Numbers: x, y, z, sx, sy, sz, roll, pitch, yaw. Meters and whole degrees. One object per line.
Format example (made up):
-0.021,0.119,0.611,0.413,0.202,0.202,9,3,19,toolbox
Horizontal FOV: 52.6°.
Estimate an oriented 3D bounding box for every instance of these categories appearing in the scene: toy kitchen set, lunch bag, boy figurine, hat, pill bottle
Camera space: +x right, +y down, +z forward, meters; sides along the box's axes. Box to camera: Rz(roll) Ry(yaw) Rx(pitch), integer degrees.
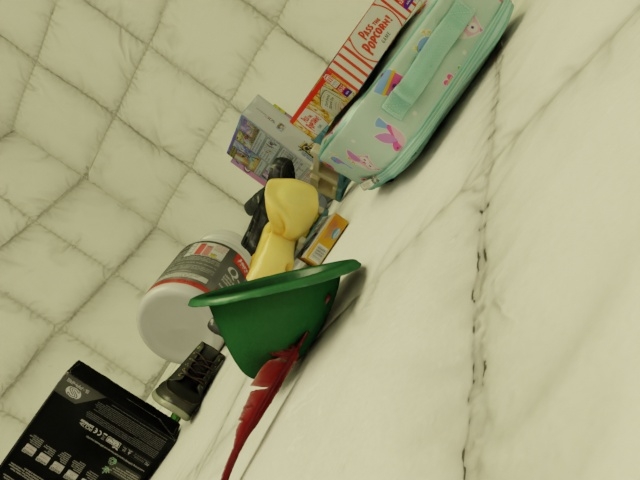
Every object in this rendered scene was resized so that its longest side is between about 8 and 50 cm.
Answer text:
0.015,-0.085,1.093,0.166,0.122,0.207,-58,-12,-24,toy kitchen set
0.113,-0.192,0.817,0.279,0.108,0.224,-56,9,-9,lunch bag
-0.089,0.034,1.021,0.177,0.092,0.285,-69,4,-63,boy figurine
-0.039,0.130,0.665,0.209,0.183,0.173,-14,1,-19,hat
-0.284,0.120,1.583,0.210,0.210,0.363,-52,8,26,pill bottle

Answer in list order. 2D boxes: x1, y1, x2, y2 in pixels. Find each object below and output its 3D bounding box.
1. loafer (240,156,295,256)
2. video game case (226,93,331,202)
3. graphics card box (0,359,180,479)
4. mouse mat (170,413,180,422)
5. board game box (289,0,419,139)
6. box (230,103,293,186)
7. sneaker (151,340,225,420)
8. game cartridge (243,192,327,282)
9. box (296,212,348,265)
-0.100,-0.056,1.162,0.076,0.078,0.223,-51,-17,-49,loafer
-0.070,-0.170,1.367,0.061,0.244,0.269,-57,7,-15,video game case
-0.454,0.433,1.166,0.371,0.233,0.094,-56,7,1,graphics card box
-0.312,0.377,1.407,0.152,0.007,0.189,-52,7,24,mouse mat
0.037,-0.219,0.810,0.146,0.045,0.193,-57,8,-15,board game box
-0.089,-0.230,1.792,0.117,0.243,0.213,-51,8,34,box
-0.241,0.251,1.202,0.118,0.083,0.222,-55,6,-4,sneaker
-0.097,0.044,1.345,0.294,0.060,0.196,-58,11,-23,game cartridge
0.000,0.000,1.005,0.081,0.028,0.136,-56,5,-5,box
